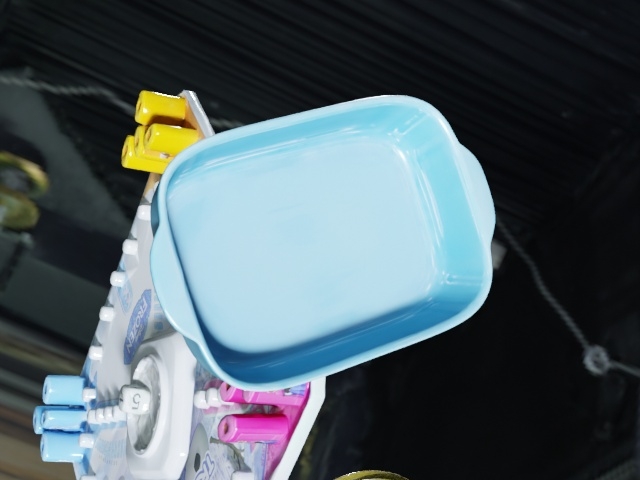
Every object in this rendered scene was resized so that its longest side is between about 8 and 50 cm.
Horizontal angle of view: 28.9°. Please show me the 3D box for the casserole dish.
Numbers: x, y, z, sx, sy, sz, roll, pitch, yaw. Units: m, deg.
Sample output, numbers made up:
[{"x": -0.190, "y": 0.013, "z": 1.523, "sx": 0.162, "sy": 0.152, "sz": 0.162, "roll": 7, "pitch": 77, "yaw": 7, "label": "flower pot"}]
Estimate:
[{"x": 0.000, "y": 0.000, "z": 0.563, "sx": 0.037, "sy": 0.188, "sz": 0.114, "roll": -17, "pitch": -90, "yaw": 56, "label": "casserole dish"}]

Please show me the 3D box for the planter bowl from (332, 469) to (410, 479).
[{"x": 0.063, "y": 0.293, "z": 0.970, "sx": 0.090, "sy": 0.217, "sz": 0.217, "roll": -5, "pitch": -120, "yaw": 53, "label": "planter bowl"}]

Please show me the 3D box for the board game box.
[{"x": -0.140, "y": 0.132, "z": 0.992, "sx": 0.390, "sy": 0.050, "sz": 0.390, "roll": -66, "pitch": -150, "yaw": 27, "label": "board game box"}]
